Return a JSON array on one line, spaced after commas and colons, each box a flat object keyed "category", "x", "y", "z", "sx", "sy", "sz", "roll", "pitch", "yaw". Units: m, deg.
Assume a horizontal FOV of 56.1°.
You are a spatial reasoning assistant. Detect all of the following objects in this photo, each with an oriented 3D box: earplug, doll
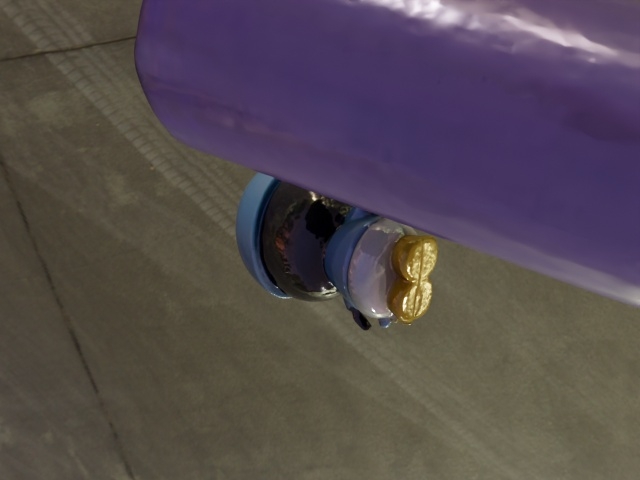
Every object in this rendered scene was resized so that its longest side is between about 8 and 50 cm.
[{"category": "earplug", "x": 0.102, "y": -0.096, "z": 0.425, "sx": 0.456, "sy": 0.215, "sz": 0.215, "roll": 25, "pitch": 118, "yaw": 25}, {"category": "doll", "x": 0.000, "y": 0.000, "z": 0.718, "sx": 0.314, "sy": 0.141, "sz": 0.177, "roll": 23, "pitch": 115, "yaw": 44}]
